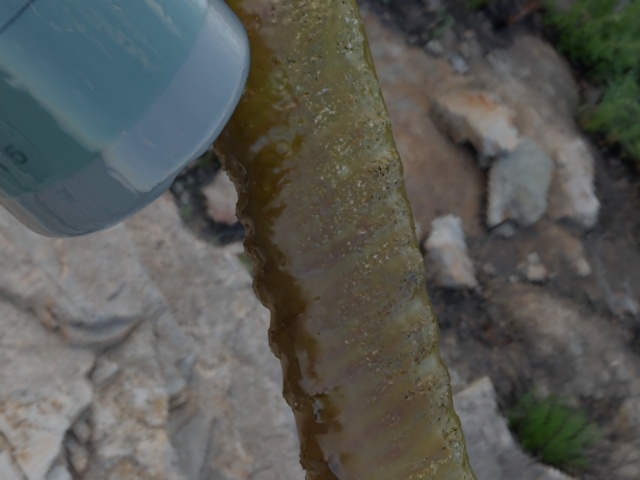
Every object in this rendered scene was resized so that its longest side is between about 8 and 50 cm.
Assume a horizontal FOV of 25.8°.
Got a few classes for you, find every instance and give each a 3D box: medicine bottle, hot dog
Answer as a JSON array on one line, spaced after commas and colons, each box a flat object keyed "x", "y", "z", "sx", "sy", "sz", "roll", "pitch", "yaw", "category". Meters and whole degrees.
[{"x": -0.166, "y": -0.145, "z": 0.419, "sx": 0.352, "sy": 0.110, "sz": 0.110, "roll": 46, "pitch": 45, "yaw": -33, "category": "medicine bottle"}, {"x": 0.001, "y": 0.000, "z": 0.590, "sx": 0.068, "sy": 0.083, "sz": 0.289, "roll": -11, "pitch": 86, "yaw": -70, "category": "hot dog"}]
